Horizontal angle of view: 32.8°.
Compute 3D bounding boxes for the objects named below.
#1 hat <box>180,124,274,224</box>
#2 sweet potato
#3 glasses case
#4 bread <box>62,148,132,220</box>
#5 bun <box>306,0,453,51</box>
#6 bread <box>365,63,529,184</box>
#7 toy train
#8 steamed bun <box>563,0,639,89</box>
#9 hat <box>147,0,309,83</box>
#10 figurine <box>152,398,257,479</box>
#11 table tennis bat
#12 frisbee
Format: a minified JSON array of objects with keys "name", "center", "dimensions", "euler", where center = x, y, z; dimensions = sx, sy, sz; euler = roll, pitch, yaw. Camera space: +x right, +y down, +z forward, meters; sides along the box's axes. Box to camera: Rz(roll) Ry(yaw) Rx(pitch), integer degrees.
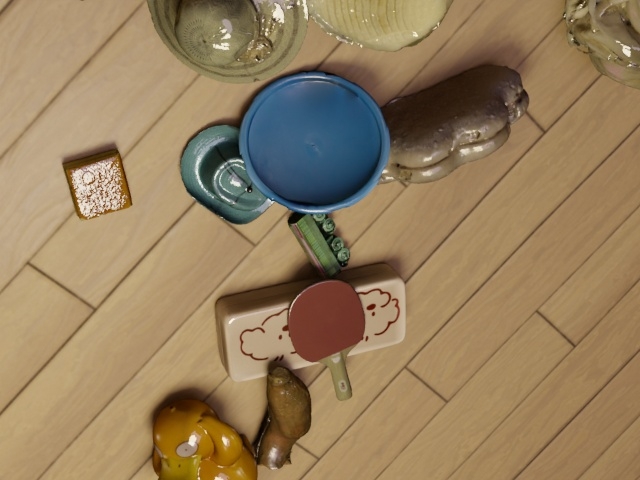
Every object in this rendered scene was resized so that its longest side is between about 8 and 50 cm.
[{"name":"hat","center":[-0.133,-0.097,1.760],"dimensions":[0.191,0.078,0.138],"euler":[38,93,-32]},{"name":"sweet potato","center":[-0.064,0.318,1.946],"dimensions":[0.112,0.085,0.285],"euler":[-44,159,-34]},{"name":"glasses case","center":[-0.014,0.143,1.926],"dimensions":[0.337,0.076,0.144],"euler":[-13,119,-16]},{"name":"bread","center":[-0.348,-0.087,1.702],"dimensions":[0.090,0.035,0.094],"euler":[-17,119,-15]},{"name":"bun","center":[0.090,-0.419,1.634],"dimensions":[0.259,0.152,0.259],"euler":[13,145,9]},{"name":"bread","center":[0.203,-0.179,1.802],"dimensions":[0.337,0.183,0.102],"euler":[-26,124,-6]},{"name":"toy train","center":[0.000,0.000,1.883],"dimensions":[0.071,0.038,0.148],"euler":[-37,121,-11]},{"name":"steamed bun","center":[0.578,-0.393,1.835],"dimensions":[0.268,0.207,0.280],"euler":[35,96,-31]},{"name":"hat","center":[-0.148,-0.312,1.561],"dimensions":[0.252,0.110,0.252],"euler":[8,129,10]},{"name":"figurine","center":[-0.205,0.396,1.928],"dimensions":[0.215,0.215,0.228],"euler":[-49,136,6]},{"name":"table tennis bat","center":[0.018,0.176,1.900],"dimensions":[0.138,0.022,0.246],"euler":[-19,118,-12]},{"name":"frisbee","center":[-0.010,-0.154,1.738],"dimensions":[0.242,0.045,0.242],"euler":[0,75,-2]}]
